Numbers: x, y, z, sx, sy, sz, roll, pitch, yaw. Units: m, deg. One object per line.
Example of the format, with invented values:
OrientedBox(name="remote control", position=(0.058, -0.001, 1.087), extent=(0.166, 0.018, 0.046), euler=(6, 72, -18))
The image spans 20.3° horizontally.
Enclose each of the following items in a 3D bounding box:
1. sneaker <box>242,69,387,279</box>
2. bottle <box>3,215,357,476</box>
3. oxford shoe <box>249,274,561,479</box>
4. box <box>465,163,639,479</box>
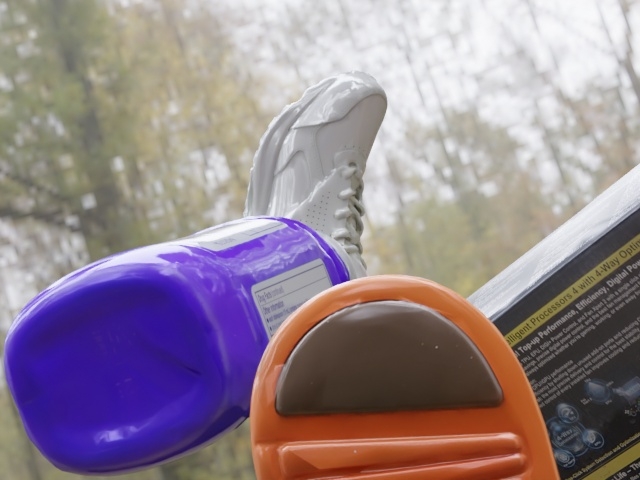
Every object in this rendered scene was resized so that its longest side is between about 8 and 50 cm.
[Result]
OrientedBox(name="sneaker", position=(0.000, 0.000, 1.191), extent=(0.115, 0.232, 0.090), euler=(25, -4, 30))
OrientedBox(name="bottle", position=(-0.048, 0.040, 0.875), extent=(0.118, 0.092, 0.283), euler=(-21, 0, 16))
OrientedBox(name="oxford shoe", position=(0.069, 0.195, 0.636), extent=(0.130, 0.364, 0.133), euler=(-12, -11, 5))
OrientedBox(name="box", position=(0.218, 0.144, 1.121), extent=(0.395, 0.318, 0.097), euler=(-43, 8, 39))
